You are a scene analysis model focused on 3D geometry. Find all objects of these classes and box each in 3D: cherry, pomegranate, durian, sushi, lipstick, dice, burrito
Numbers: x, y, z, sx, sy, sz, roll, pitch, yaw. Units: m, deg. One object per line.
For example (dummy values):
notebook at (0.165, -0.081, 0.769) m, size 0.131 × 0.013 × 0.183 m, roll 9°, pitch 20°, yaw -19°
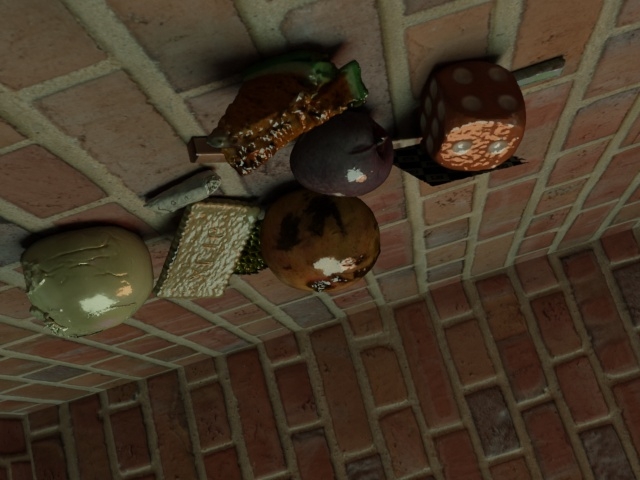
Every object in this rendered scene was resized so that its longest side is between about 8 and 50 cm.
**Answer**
cherry at (0.054, -0.185, 1.543) m, size 0.266 × 0.183 × 0.213 m, roll -8°, pitch 160°, yaw 31°
pomegranate at (0.000, 0.000, 1.897) m, size 0.322 × 0.322 × 0.322 m, roll -15°, pitch 163°, yaw -5°
durian at (-0.242, 0.011, 2.060) m, size 0.352 × 0.158 × 0.169 m, roll -3°, pitch -167°, yaw -36°
sushi at (0.295, -0.213, 1.650) m, size 0.264 × 0.050 × 0.290 m, roll -14°, pitch -154°, yaw -20°
lipstick at (-0.205, -0.192, 1.511) m, size 0.146 × 0.045 × 0.045 m, roll -5°, pitch 157°, yaw -29°
dice at (0.315, -0.259, 1.502) m, size 0.179 × 0.173 × 0.175 m, roll -3°, pitch 150°, yaw -14°
burrito at (-0.318, -0.108, 1.651) m, size 0.203 × 0.064 × 0.064 m, roll -22°, pitch 162°, yaw 22°

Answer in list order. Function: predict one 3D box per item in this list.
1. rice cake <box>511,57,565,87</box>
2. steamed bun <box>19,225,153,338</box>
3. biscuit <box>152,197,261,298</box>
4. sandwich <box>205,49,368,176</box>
rice cake at (0.447, -0.359, 1.595) m, size 0.211 × 0.034 × 0.043 m, roll -18°, pitch 164°, yaw 6°
steamed bun at (-0.579, 0.115, 1.813) m, size 0.312 × 0.232 × 0.334 m, roll -14°, pitch 164°, yaw -3°
biscuit at (-0.301, 0.025, 1.868) m, size 0.217 × 0.044 × 0.324 m, roll 2°, pitch 127°, yaw -38°
sandwich at (-0.091, -0.239, 1.280) m, size 0.251 × 0.162 × 0.301 m, roll -16°, pitch -162°, yaw 47°
